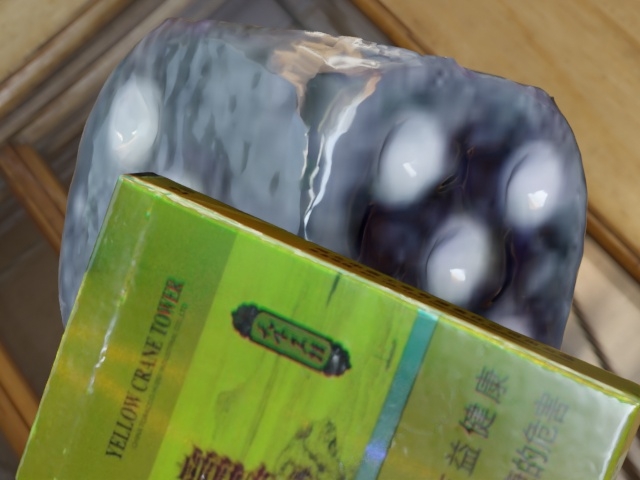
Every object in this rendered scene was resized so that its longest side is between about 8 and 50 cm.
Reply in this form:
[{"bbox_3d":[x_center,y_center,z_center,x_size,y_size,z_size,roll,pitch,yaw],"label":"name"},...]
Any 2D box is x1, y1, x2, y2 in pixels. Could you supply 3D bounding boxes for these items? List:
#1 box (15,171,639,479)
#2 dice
[{"bbox_3d":[-0.002,0.068,0.522,0.121,0.193,0.030,-69,163,10],"label":"box"},{"bbox_3d":[0.000,0.000,0.704,0.181,0.182,0.183,10,91,-41],"label":"dice"}]
